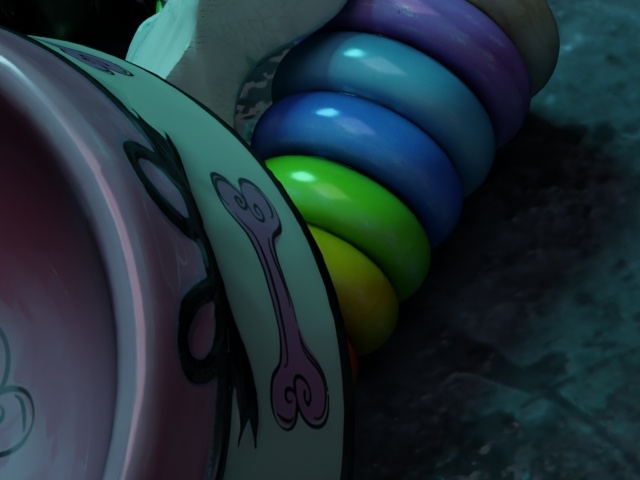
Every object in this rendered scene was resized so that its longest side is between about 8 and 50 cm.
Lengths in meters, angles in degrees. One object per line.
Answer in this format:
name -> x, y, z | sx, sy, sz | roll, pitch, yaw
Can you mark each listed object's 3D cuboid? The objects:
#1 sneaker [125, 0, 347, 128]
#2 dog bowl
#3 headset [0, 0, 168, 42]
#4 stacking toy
sneaker -> -0.055, -0.111, 0.915 | 0.212, 0.080, 0.094 | -56, 28, 2
dog bowl -> -0.199, 0.079, 0.780 | 0.408, 0.150, 0.408 | -4, 75, 16
headset -> -0.223, -0.163, 1.008 | 0.243, 0.185, 0.394 | -25, 68, -11
stacking toy -> 0.000, 0.000, 0.911 | 0.141, 0.141, 0.330 | 18, 64, 18
